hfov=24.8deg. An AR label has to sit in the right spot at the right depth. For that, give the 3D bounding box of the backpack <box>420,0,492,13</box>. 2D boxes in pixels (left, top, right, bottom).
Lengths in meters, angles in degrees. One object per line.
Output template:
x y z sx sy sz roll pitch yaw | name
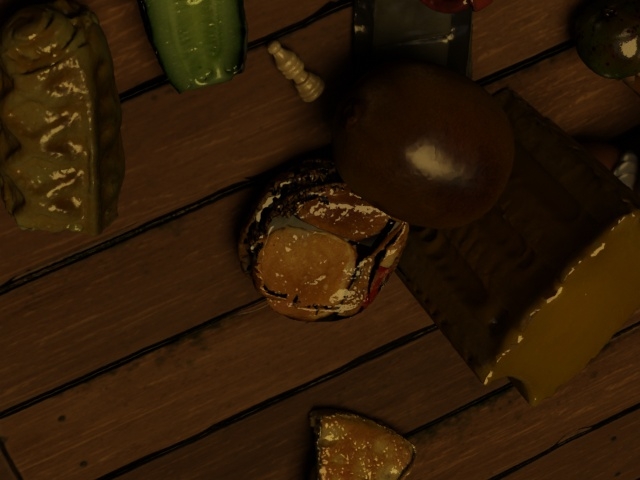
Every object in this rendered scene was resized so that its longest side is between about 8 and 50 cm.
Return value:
0.156 -0.381 1.665 0.229 0.139 0.229 -10 120 -18 | backpack

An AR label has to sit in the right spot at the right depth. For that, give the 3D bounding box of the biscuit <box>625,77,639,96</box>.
0.574 -0.275 2.018 0.290 0.062 0.237 -46 132 11 | biscuit

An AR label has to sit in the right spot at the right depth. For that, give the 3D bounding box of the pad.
0.115 -0.268 1.811 0.174 0.022 0.233 -14 127 -17 | pad

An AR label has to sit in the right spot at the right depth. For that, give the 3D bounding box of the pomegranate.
0.393 -0.255 1.906 0.114 0.114 0.142 -37 142 1 | pomegranate

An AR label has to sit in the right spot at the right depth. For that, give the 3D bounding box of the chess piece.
-0.034 -0.210 1.767 0.035 0.035 0.092 -41 128 5 | chess piece

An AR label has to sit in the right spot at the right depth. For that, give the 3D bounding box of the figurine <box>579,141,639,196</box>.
0.534 -0.086 1.980 0.388 0.248 0.277 -41 131 19 | figurine

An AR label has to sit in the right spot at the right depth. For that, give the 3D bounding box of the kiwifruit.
0.120 -0.118 1.779 0.234 0.196 0.196 16 115 -33 | kiwifruit

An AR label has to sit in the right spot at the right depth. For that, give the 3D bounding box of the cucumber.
-0.147 -0.256 1.642 0.115 0.085 0.193 -23 137 -10 | cucumber

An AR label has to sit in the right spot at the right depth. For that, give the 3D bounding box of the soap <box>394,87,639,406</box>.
0.259 0.004 1.878 0.156 0.335 0.293 26 107 -39 | soap

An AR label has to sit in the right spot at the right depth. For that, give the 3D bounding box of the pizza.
0.027 0.339 2.178 0.204 0.081 0.188 39 77 -31 | pizza

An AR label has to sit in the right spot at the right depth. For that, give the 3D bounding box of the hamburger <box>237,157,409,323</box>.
0.000 0.000 1.890 0.231 0.107 0.231 -12 132 -14 | hamburger

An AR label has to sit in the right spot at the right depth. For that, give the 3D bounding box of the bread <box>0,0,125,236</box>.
-0.292 -0.140 1.621 0.152 0.130 0.267 -43 145 -46 | bread
